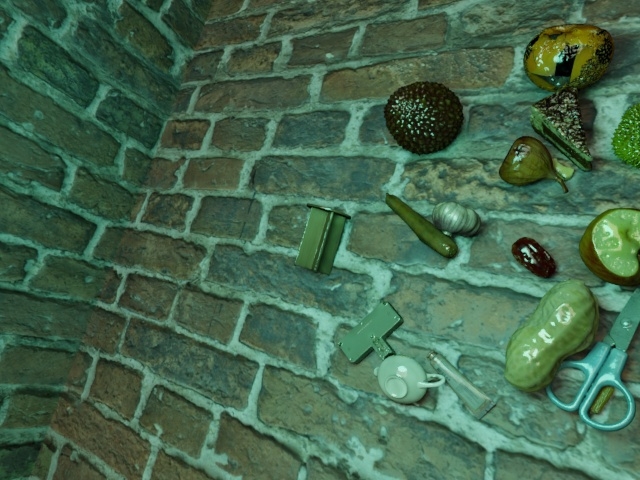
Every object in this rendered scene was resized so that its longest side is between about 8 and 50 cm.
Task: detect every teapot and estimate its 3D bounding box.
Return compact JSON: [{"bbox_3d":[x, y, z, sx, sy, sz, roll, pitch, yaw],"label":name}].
[{"bbox_3d":[0.243,0.403,1.204,0.227,0.092,0.145,-5,101,31],"label":"teapot"}]

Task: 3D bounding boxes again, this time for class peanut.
[{"bbox_3d":[0.581,0.244,1.058,0.313,0.149,0.149,-50,55,4],"label":"peanut"}]

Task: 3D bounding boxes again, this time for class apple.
[{"bbox_3d":[0.750,0.016,1.033,0.195,0.160,0.173,-48,52,7],"label":"apple"}]

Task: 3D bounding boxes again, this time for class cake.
[{"bbox_3d":[0.699,-0.307,1.223,0.135,0.112,0.245,-10,70,30],"label":"cake"}]

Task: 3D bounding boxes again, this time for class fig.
[{"bbox_3d":[0.637,-0.216,1.217,0.201,0.146,0.134,28,43,26],"label":"fig"}]

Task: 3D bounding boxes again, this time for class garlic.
[{"bbox_3d":[0.411,-0.061,1.270,0.147,0.159,0.101,21,99,22],"label":"garlic"}]

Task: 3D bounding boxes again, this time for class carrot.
[{"bbox_3d":[0.318,-0.057,1.373,0.070,0.070,0.342,-46,51,7],"label":"carrot"}]

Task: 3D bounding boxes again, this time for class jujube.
[{"bbox_3d":[0.594,0.049,1.167,0.077,0.077,0.129,-40,66,11],"label":"jujube"}]

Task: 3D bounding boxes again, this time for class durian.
[{"bbox_3d":[0.852,-0.288,1.094,0.146,0.159,0.198,13,77,34],"label":"durian"}]

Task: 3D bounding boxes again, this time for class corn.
[{"bbox_3d":[0.678,0.387,1.010,0.083,0.027,0.028,-53,34,1],"label":"corn"}]

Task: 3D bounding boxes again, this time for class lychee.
[{"bbox_3d":[0.328,-0.415,1.389,0.272,0.271,0.271,-11,66,26],"label":"lychee"}]

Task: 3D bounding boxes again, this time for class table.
[{"bbox_3d":[0.000,0.000,1.491,0.167,0.167,0.226,15,88,34],"label":"table"}]

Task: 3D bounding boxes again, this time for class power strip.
[{"bbox_3d":[0.172,0.309,1.313,0.215,0.061,0.145,-46,55,8],"label":"power strip"}]

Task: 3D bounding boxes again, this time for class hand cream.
[{"bbox_3d":[0.385,0.394,1.172,0.067,0.043,0.209,-51,60,12],"label":"hand cream"}]

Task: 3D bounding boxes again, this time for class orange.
[{"bbox_3d":[0.732,-0.545,1.240,0.235,0.182,0.234,-16,34,11],"label":"orange"}]

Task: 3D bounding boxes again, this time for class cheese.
[{"bbox_3d":[0.703,-0.212,1.229,0.044,0.030,0.083,-42,54,7],"label":"cheese"}]

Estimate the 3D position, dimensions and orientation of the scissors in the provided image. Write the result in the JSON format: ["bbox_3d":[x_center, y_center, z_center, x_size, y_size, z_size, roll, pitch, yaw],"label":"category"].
[{"bbox_3d":[0.733,0.238,1.025,0.193,0.029,0.446,27,81,50],"label":"scissors"}]
